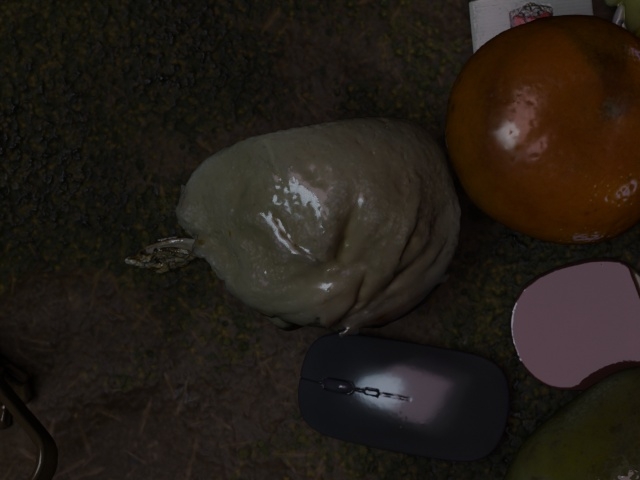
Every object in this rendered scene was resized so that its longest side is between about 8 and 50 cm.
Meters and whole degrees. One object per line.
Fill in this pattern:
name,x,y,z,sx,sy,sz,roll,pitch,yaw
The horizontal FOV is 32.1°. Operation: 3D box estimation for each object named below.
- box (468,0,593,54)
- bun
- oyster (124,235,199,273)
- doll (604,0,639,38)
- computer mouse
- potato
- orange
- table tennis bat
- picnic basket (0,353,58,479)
box,0.235,-0.220,1.229,0.139,0.035,0.245,-4,86,9
bun,0.015,-0.004,1.132,0.281,0.281,0.205,-15,85,8
oyster,-0.167,0.022,1.260,0.083,0.080,0.038,9,112,42
doll,0.352,-0.286,1.201,0.106,0.062,0.162,-18,82,3
computer mouse,0.089,0.169,1.210,0.232,0.057,0.120,10,87,9
potato,0.292,0.234,1.122,0.174,0.159,0.251,36,84,20
orange,0.240,-0.111,1.110,0.240,0.171,0.240,0,91,-11
table tennis bat,0.327,0.080,1.200,0.246,0.022,0.138,-15,84,10
picnic basket,-0.445,0.207,1.176,0.254,0.291,0.321,-47,68,2
